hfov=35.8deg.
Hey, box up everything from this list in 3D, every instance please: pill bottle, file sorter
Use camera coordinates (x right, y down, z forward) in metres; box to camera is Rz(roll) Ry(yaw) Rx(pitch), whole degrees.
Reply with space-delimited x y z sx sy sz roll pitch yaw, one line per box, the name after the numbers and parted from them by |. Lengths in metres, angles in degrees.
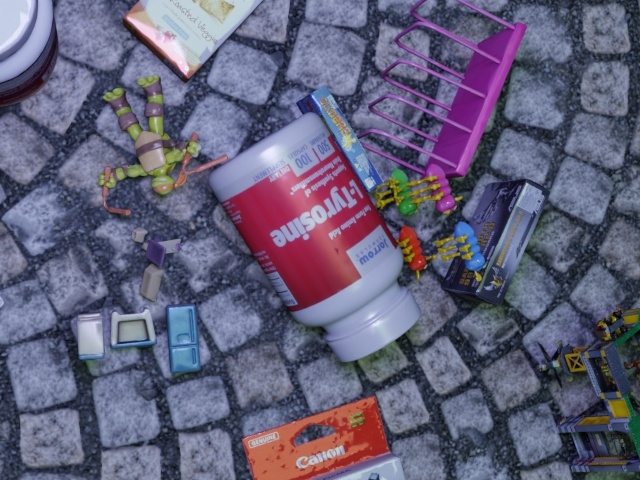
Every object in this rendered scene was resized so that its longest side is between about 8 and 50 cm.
0.000 0.000 1.744 0.229 0.229 0.407 -34 98 -10 | pill bottle
0.206 -0.279 1.802 0.182 0.202 0.290 24 85 -10 | file sorter
-0.527 -0.338 1.537 0.224 0.392 0.224 0 90 -12 | pill bottle

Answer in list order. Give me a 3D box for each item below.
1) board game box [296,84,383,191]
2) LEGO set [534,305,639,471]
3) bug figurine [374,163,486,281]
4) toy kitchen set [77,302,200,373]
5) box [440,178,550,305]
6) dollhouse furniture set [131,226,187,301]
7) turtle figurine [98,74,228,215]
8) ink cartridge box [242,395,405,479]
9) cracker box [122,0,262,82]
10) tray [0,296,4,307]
0.032 -0.179 1.797 0.035 0.136 0.201 -33 98 -10 | board game box
0.555 0.297 1.929 0.255 0.192 0.331 -35 102 -40 | LEGO set
0.195 -0.030 1.770 0.072 0.279 0.216 -24 100 -24 | bug figurine
-0.309 0.182 1.707 0.207 0.166 0.122 -5 92 -12 | toy kitchen set
0.322 0.002 1.840 0.056 0.183 0.231 26 86 -13 | box
-0.294 0.043 1.791 0.081 0.091 0.114 -9 121 -51 | dollhouse furniture set
-0.285 -0.172 1.731 0.269 0.087 0.217 -19 86 27 | turtle figurine
0.016 0.444 1.840 0.275 0.060 0.239 -16 95 -12 | ink cartridge box
-0.218 -0.420 1.773 0.156 0.067 0.232 43 81 -10 | cracker box
-0.680 0.044 1.693 0.145 0.030 0.270 -37 98 -9 | tray
